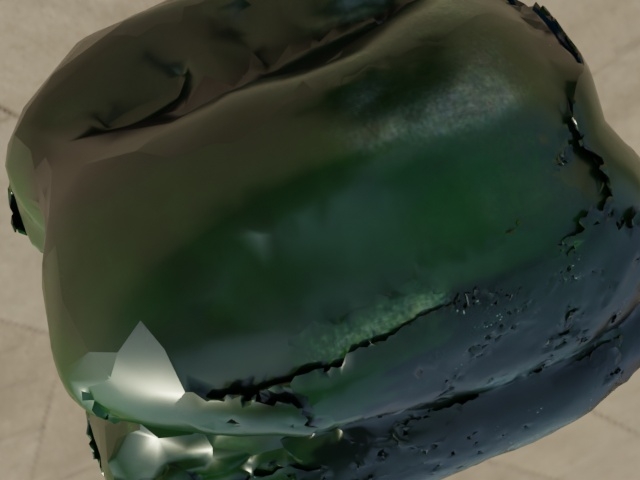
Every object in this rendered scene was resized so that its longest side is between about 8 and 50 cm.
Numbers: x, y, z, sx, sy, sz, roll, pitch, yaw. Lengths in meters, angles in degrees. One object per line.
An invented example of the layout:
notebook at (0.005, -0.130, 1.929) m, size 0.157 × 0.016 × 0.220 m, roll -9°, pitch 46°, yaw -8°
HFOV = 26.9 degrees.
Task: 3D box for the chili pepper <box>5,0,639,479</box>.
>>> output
chili pepper at (0.000, 0.000, 0.585) m, size 0.256 × 0.248 × 0.233 m, roll -24°, pitch 120°, yaw -10°
